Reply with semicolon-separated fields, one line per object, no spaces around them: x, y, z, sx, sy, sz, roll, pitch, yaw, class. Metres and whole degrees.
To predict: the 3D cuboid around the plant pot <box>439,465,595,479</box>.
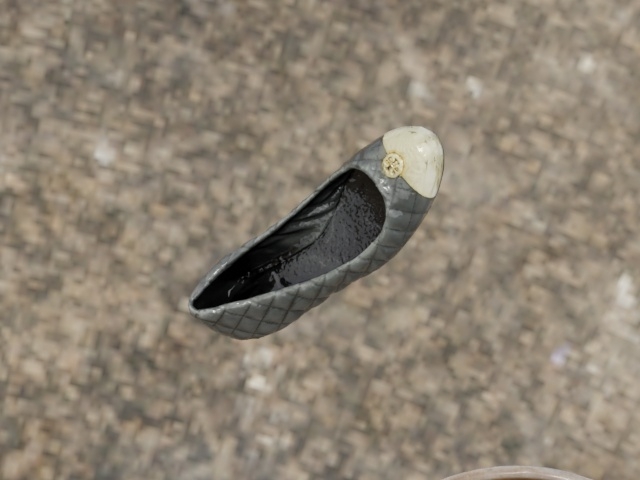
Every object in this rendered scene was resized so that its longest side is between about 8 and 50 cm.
0.090;0.181;0.772;0.167;0.167;0.165;26;-3;12;plant pot

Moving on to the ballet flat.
0.000;0.000;0.973;0.049;0.173;0.057;8;46;-56;ballet flat
